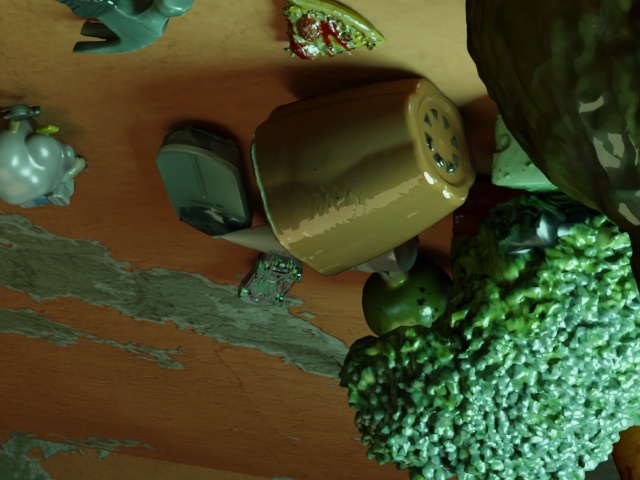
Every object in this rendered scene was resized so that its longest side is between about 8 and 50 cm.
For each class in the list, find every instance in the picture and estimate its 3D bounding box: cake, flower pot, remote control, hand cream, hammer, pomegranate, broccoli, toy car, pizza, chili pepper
[{"bbox_3d":[0.269,-0.057,1.126,0.100,0.099,0.235,-3,154,38],"label":"cake"},{"bbox_3d":[0.054,-0.077,1.120,0.173,0.190,0.191,-20,143,31],"label":"flower pot"},{"bbox_3d":[-0.139,-0.068,1.379,0.104,0.052,0.247,12,158,6],"label":"remote control"},{"bbox_3d":[0.000,0.000,1.421,0.248,0.083,0.133,0,172,26],"label":"hand cream"},{"bbox_3d":[-0.247,-0.249,1.028,0.226,0.041,0.159,27,152,-32],"label":"hammer"},{"bbox_3d":[0.105,0.070,1.490,0.159,0.129,0.129,44,147,-19],"label":"pomegranate"},{"bbox_3d":[0.222,0.104,1.147,0.277,0.317,0.338,41,135,-9],"label":"broccoli"},{"bbox_3d":[-0.075,0.053,1.629,0.069,0.055,0.142,11,149,-18],"label":"toy car"},{"bbox_3d":[0.012,-0.193,1.033,0.099,0.029,0.100,11,158,3],"label":"pizza"},{"bbox_3d":[0.234,-0.030,1.259,0.169,0.064,0.088,6,158,7],"label":"chili pepper"}]

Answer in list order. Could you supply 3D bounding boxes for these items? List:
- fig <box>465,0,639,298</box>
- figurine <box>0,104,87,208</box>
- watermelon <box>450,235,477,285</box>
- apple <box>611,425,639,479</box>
[{"bbox_3d":[0.244,-0.081,0.752,0.286,0.368,0.286,2,156,1],"label":"fig"},{"bbox_3d":[-0.370,-0.092,1.387,0.137,0.111,0.229,5,167,7],"label":"figurine"},{"bbox_3d":[0.242,0.082,1.424,0.159,0.128,0.303,1,155,26],"label":"watermelon"},{"bbox_3d":[0.544,0.293,1.665,0.230,0.229,0.230,11,157,5],"label":"apple"}]
